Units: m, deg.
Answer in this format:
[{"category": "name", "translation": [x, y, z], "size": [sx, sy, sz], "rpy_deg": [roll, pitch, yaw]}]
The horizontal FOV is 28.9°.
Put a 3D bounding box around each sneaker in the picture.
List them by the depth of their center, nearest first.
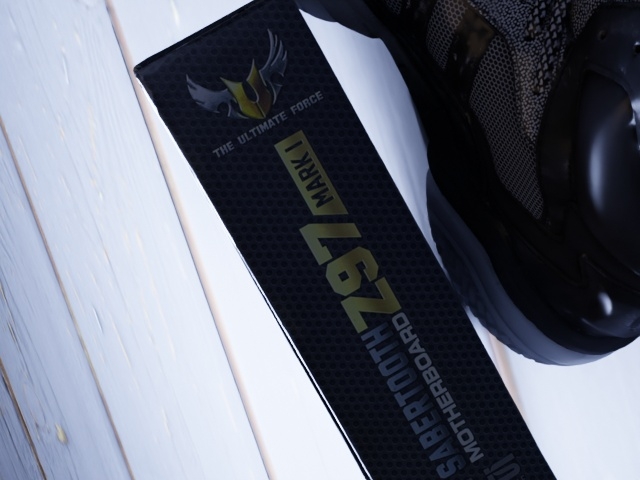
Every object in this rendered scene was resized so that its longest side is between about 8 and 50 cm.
[{"category": "sneaker", "translation": [0.072, -0.088, 0.395], "size": [0.153, 0.101, 0.268], "rpy_deg": [-18, 101, 60]}]

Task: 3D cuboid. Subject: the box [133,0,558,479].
[{"category": "box", "translation": [0.000, 0.000, 0.491], "size": [0.183, 0.059, 0.232], "rpy_deg": [61, 178, -9]}]
